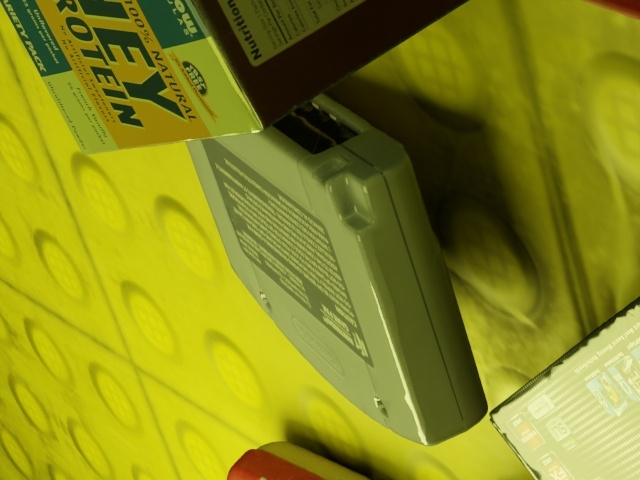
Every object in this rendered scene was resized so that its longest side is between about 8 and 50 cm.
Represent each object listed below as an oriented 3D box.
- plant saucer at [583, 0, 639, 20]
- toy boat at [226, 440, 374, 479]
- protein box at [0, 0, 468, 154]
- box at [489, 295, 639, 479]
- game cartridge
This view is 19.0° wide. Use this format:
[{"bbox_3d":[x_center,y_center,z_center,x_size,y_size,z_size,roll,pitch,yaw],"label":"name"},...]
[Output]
[{"bbox_3d":[0.142,-0.146,0.606,0.259,0.047,0.258,16,159,-14],"label":"plant saucer"},{"bbox_3d":[-0.015,0.254,1.417,0.231,0.151,0.151,16,134,56],"label":"toy boat"},{"bbox_3d":[-0.024,-0.149,0.874,0.200,0.201,0.136,-1,120,62],"label":"protein box"},{"bbox_3d":[0.211,0.123,0.948,0.216,0.060,0.270,54,156,7],"label":"box"},{"bbox_3d":[0.000,0.000,1.136,0.294,0.060,0.196,39,148,58],"label":"game cartridge"}]
